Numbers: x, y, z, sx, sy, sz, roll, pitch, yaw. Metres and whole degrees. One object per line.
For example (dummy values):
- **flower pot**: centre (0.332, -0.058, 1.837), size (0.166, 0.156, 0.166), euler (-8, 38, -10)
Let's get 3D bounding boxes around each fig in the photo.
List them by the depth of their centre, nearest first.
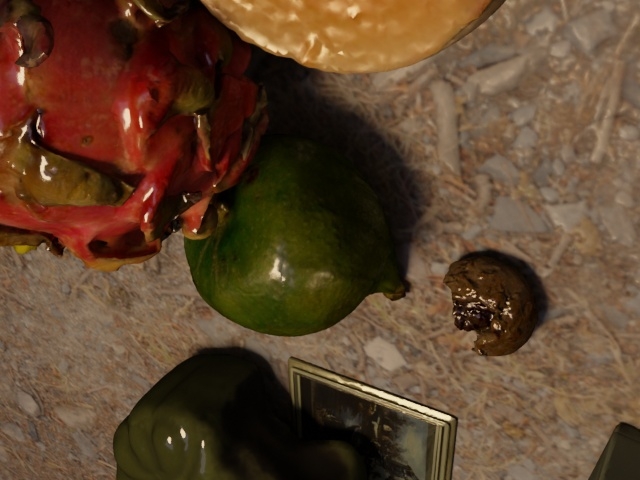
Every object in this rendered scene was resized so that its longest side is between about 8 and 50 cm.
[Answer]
- **fig**: centre (0.000, 0.000, 0.904), size (0.203, 0.235, 0.203), euler (-13, 73, 49)

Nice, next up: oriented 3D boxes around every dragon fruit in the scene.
- **dragon fruit**: centre (-0.184, -0.099, 0.763), size (0.263, 0.314, 0.296), euler (33, 114, -27)

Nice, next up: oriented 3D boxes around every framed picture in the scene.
- **framed picture**: centre (0.059, 0.299, 1.168), size (0.232, 0.019, 0.296), euler (16, 131, 23)

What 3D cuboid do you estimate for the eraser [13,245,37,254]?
- **eraser**: centre (-0.431, -0.100, 1.150), size (0.158, 0.069, 0.226), euler (24, 134, 19)

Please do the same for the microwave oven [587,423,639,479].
- **microwave oven**: centre (0.321, 0.386, 0.913), size (0.181, 0.237, 0.295), euler (23, 129, 16)

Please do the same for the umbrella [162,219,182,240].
- **umbrella**: centre (-0.263, -0.138, 0.955), size (0.337, 0.154, 0.128), euler (43, 96, -4)

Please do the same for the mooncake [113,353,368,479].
- **mooncake**: centre (-0.115, 0.330, 1.176), size (0.351, 0.187, 0.351), euler (21, 134, 24)

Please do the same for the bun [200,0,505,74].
- **bun**: centre (0.027, -0.276, 0.640), size (0.299, 0.164, 0.298), euler (13, 136, 13)

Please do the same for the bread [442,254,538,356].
- **bread**: centre (0.173, 0.069, 0.886), size (0.082, 0.060, 0.113), euler (-10, 116, 41)
